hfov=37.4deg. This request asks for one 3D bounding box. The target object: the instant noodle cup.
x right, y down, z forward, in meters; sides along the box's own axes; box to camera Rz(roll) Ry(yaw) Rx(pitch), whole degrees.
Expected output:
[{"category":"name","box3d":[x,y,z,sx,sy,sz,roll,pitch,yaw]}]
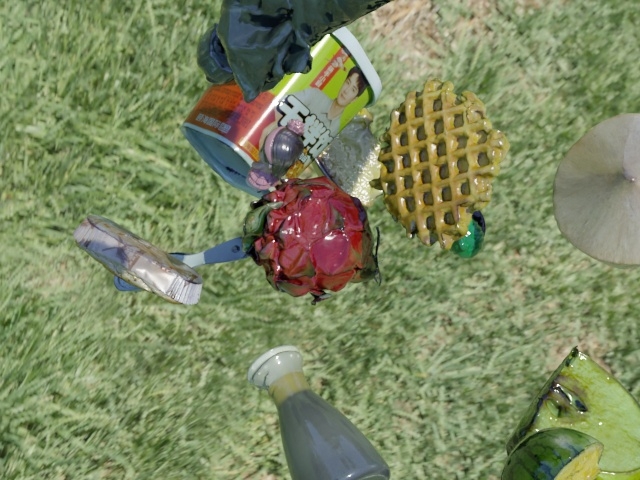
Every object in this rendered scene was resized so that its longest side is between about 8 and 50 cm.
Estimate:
[{"category":"instant noodle cup","box3d":[-0.085,-0.256,1.803,0.294,0.294,0.308,38,76,-5]}]

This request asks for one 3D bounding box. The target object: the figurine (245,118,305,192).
[{"category":"figurine","box3d":[-0.060,-0.114,1.326,0.054,0.129,0.072,42,55,5]}]

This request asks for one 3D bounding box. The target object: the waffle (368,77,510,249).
[{"category":"waffle","box3d":[0.180,-0.122,1.484,0.052,0.245,0.254,7,32,-43]}]

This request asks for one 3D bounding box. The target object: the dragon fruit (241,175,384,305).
[{"category":"dragon fruit","box3d":[0.000,0.000,1.707,0.293,0.233,0.234,23,63,-40]}]

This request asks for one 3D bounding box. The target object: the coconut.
[{"category":"coconut","box3d":[0.586,-0.086,1.794,0.328,0.329,0.329,7,70,-19]}]

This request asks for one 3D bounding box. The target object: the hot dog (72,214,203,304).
[{"category":"hot dog","box3d":[-0.343,0.041,1.794,0.268,0.144,0.075,30,97,5]}]

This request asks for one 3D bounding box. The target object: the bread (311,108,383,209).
[{"category":"bread","box3d":[0.063,-0.191,2.110,0.174,0.133,0.252,-33,91,-10]}]

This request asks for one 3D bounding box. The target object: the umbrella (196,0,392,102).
[{"category":"umbrella","box3d":[-0.009,-0.200,0.710,0.094,0.349,0.143,29,64,-27]}]

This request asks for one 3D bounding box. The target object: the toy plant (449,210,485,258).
[{"category":"toy plant","box3d":[0.313,-0.034,2.110,0.105,0.200,0.143,-23,98,13]}]

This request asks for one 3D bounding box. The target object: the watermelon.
[{"category":"watermelon","box3d":[0.187,0.196,0.789,0.105,0.105,0.062,-31,50,-27]}]

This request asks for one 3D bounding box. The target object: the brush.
[{"category":"brush","box3d":[-0.268,0.055,1.905,0.296,0.060,0.068,-14,63,8]}]

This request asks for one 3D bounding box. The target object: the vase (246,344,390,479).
[{"category":"vase","box3d":[-0.018,0.352,1.779,0.173,0.173,0.321,-17,54,-25]}]

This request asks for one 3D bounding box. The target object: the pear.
[{"category":"pear","box3d":[0.509,0.366,1.775,0.255,0.164,0.238,32,53,13]}]
